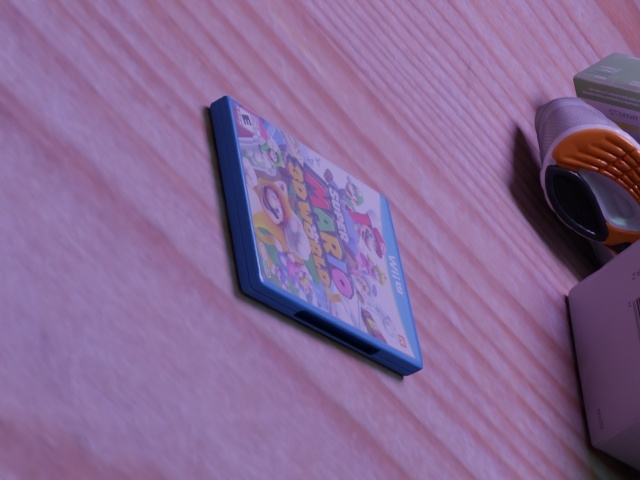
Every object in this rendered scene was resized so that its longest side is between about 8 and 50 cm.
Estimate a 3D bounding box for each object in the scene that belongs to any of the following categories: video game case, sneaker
[{"bbox_3d":[0.000,0.000,1.037,0.166,0.015,0.119,31,40,-50],"label":"video game case"},{"bbox_3d":[0.249,-0.011,1.448,0.262,0.099,0.121,57,12,-30],"label":"sneaker"}]

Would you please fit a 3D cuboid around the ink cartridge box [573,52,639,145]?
[{"bbox_3d":[0.301,-0.027,1.483,0.056,0.171,0.235,-31,120,-25],"label":"ink cartridge box"}]

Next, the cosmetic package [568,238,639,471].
[{"bbox_3d":[0.381,0.120,1.361,0.365,0.197,0.155,29,39,-31],"label":"cosmetic package"}]
